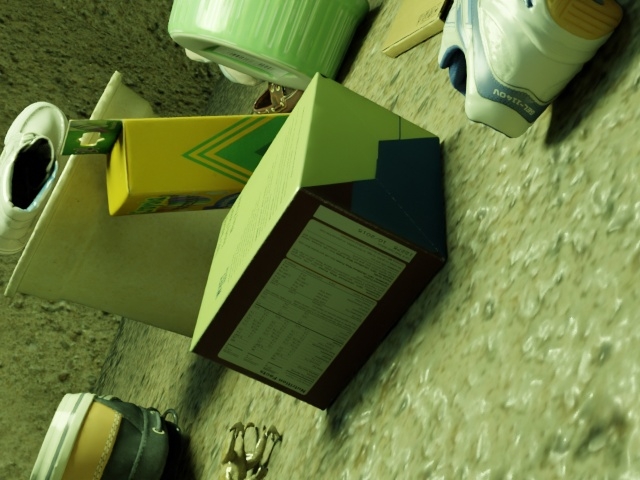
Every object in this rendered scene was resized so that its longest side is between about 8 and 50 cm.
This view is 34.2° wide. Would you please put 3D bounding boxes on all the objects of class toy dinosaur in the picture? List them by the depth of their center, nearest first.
[{"bbox_3d":[-0.083,0.216,1.022,0.093,0.053,0.183,-57,14,32],"label":"toy dinosaur"}]

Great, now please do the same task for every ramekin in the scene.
[{"bbox_3d":[-0.089,-0.343,1.618,0.303,0.303,0.148,-160,88,-77],"label":"ramekin"}]

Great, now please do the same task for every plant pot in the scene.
[{"bbox_3d":[-0.216,-0.011,1.421,0.334,0.305,0.334,-57,15,24],"label":"plant pot"}]

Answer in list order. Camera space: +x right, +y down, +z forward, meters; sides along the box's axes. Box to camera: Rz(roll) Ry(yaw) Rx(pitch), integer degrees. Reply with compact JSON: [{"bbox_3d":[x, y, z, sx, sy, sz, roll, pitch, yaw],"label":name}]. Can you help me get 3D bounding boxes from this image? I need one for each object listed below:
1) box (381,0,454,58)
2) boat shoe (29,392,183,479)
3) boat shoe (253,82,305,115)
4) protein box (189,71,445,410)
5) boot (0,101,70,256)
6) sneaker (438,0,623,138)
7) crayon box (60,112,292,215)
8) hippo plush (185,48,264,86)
[{"bbox_3d":[0.142,-0.309,1.234,0.164,0.021,0.201,-65,13,-7],"label":"box"},{"bbox_3d":[-0.272,0.302,1.398,0.500,0.156,0.187,119,169,-74],"label":"boat shoe"},{"bbox_3d":[-0.061,-0.256,1.820,0.207,0.073,0.073,-37,28,60],"label":"boat shoe"},{"bbox_3d":[0.000,0.000,0.931,0.201,0.136,0.200,-55,16,32],"label":"protein box"},{"bbox_3d":[-0.375,-0.107,1.385,0.123,0.095,0.258,-40,34,46],"label":"boot"},{"bbox_3d":[0.134,-0.185,0.824,0.131,0.112,0.296,-58,13,25],"label":"sneaker"},{"bbox_3d":[-0.122,-0.083,1.175,0.203,0.323,0.083,162,103,-73],"label":"crayon box"},{"bbox_3d":[-0.120,-0.409,1.894,0.294,0.234,0.236,-42,0,-4],"label":"hippo plush"}]
